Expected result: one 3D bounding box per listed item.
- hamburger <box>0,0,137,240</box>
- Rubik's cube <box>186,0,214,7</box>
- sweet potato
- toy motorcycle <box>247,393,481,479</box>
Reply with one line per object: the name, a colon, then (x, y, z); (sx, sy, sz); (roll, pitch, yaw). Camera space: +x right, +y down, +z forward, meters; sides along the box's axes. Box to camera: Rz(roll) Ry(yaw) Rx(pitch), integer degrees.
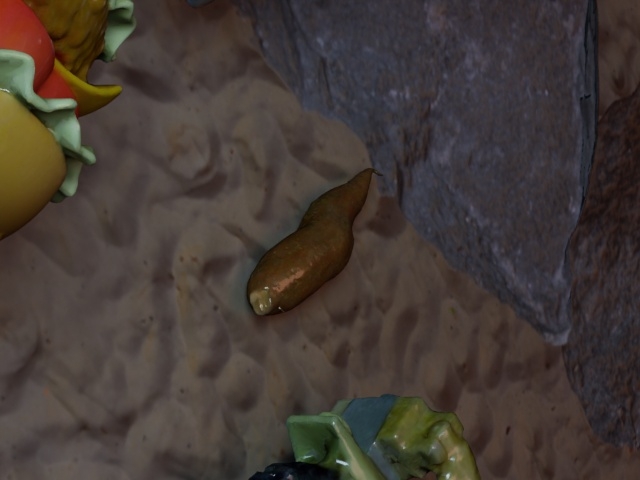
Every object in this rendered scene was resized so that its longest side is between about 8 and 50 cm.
hamburger: (-0.245, -0.102, 1.035); (0.274, 0.274, 0.212); (36, 58, -43)
Rubik's cube: (-0.044, -0.376, 1.241); (0.368, 0.358, 0.387); (-27, 97, -49)
sweet potato: (0.000, 0.000, 1.493); (0.195, 0.056, 0.056); (-52, 126, -42)
toy motorcycle: (0.073, 0.288, 1.473); (0.410, 0.168, 0.237); (56, 48, -31)
